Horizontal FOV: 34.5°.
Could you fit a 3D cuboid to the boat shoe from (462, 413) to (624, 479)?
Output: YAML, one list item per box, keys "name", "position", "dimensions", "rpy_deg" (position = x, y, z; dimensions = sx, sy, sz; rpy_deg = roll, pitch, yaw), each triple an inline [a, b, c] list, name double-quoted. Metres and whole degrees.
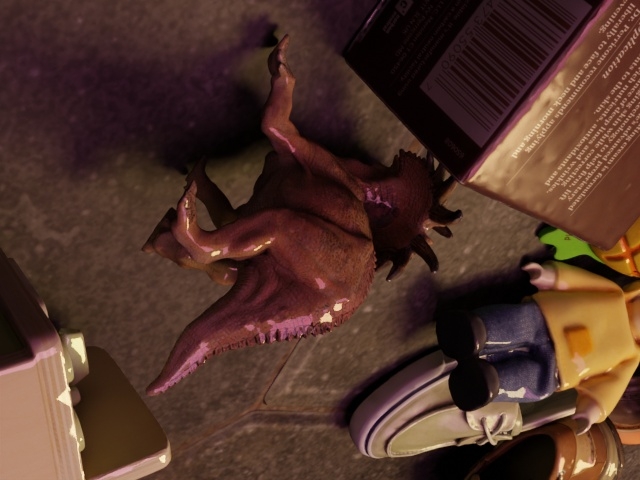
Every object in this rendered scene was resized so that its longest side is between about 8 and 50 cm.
- name: "boat shoe"
  position: [0.206, 0.303, 1.205]
  dimensions: [0.120, 0.123, 0.324]
  rpy_deg: [7, 131, -38]

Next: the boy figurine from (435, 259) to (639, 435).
- name: "boy figurine"
  position: [0.262, 0.104, 1.043]
  dimensions: [0.285, 0.177, 0.092]
  rpy_deg: [-7, 170, -21]

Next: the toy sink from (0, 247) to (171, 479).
- name: "toy sink"
  position: [-0.234, 0.096, 0.672]
  dimensions: [0.234, 0.153, 0.131]
  rpy_deg: [-16, 123, -26]

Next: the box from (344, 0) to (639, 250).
- name: "box"
  position: [0.164, -0.123, 0.752]
  dimensions: [0.203, 0.167, 0.168]
  rpy_deg: [19, 115, -44]

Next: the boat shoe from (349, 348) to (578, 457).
- name: "boat shoe"
  position: [0.178, 0.165, 1.088]
  dimensions: [0.302, 0.094, 0.109]
  rpy_deg: [-20, 137, -19]

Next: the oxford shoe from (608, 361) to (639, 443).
- name: "oxford shoe"
  position: [0.475, 0.100, 1.218]
  dimensions: [0.363, 0.130, 0.133]
  rpy_deg: [-35, 132, -4]

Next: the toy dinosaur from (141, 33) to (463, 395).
- name: "toy dinosaur"
  position: [0.000, 0.000, 0.717]
  dimensions: [0.200, 0.296, 0.127]
  rpy_deg: [34, 139, -9]

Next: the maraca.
- name: "maraca"
  position: [0.310, -0.015, 1.017]
  dimensions: [0.185, 0.099, 0.127]
  rpy_deg: [2, 135, -5]
